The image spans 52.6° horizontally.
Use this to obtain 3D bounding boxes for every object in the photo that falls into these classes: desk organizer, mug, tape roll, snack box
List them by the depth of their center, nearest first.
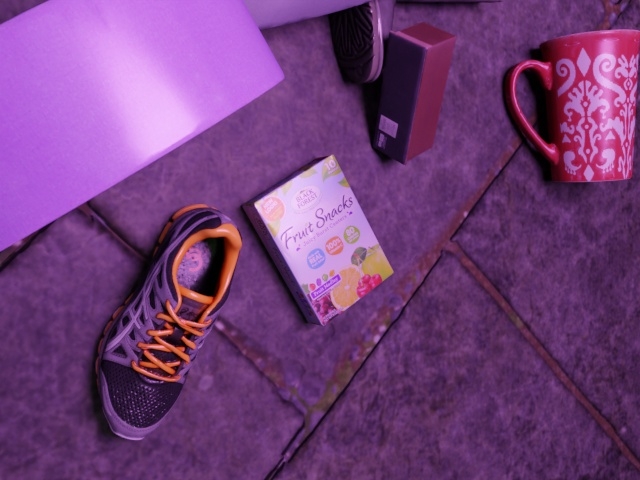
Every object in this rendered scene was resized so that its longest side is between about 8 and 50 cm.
[{"bbox_3d":[-0.163,-0.078,0.428,0.275,0.275,0.090,-37,106,-23],"label":"tape roll"},{"bbox_3d":[0.000,0.000,0.649,0.100,0.037,0.141,-35,105,-24],"label":"snack box"},{"bbox_3d":[0.094,-0.148,0.658,0.050,0.047,0.130,-31,142,-35],"label":"desk organizer"},{"bbox_3d":[0.310,-0.158,0.791,0.113,0.150,0.169,-20,107,-63],"label":"mug"}]

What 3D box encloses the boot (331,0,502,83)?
[{"bbox_3d":[0.112,-0.264,0.694,0.208,0.076,0.190,-8,95,-33],"label":"boot"}]

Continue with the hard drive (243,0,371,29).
[{"bbox_3d":[0.013,-0.304,0.593,0.254,0.054,0.172,-21,84,-11],"label":"hard drive"}]

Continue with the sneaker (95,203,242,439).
[{"bbox_3d":[-0.129,0.067,0.557,0.084,0.083,0.215,22,82,-28],"label":"sneaker"}]
